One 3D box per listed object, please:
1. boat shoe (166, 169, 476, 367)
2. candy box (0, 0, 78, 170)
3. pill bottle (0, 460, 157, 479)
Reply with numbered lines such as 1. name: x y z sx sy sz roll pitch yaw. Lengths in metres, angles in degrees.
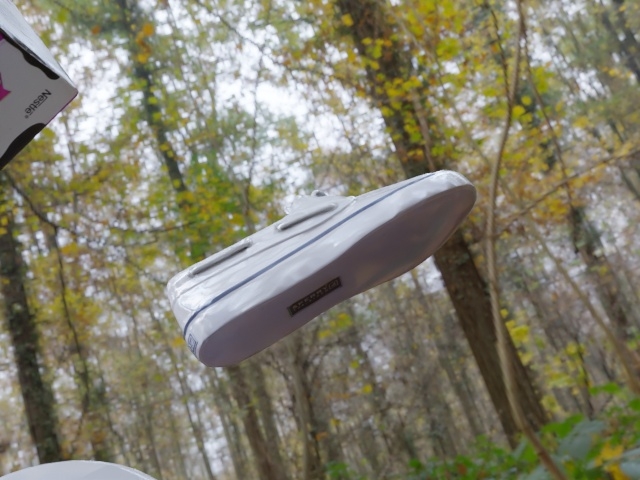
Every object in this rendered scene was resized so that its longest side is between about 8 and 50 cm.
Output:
1. boat shoe: 0.000 0.000 0.662 0.258 0.084 0.095 -26 -32 -15
2. candy box: -0.240 -0.092 0.442 0.159 0.233 0.071 -44 -41 2
3. pill bottle: -0.091 0.316 0.465 0.229 0.229 0.407 -18 -52 -6
